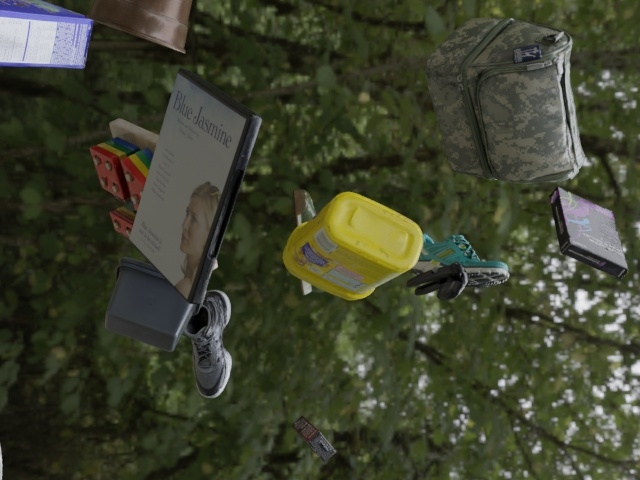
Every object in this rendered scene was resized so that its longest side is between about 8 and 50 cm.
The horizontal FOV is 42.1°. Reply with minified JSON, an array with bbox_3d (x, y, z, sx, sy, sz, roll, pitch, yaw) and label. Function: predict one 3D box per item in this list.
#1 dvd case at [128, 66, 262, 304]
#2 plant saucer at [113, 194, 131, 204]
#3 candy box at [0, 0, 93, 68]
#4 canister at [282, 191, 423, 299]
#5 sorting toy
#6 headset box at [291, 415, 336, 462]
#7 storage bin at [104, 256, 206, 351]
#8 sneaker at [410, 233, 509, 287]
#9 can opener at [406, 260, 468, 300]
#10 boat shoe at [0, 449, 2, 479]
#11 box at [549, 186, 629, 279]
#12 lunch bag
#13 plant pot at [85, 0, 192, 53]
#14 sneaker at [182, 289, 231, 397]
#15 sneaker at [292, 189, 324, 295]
[{"bbox_3d":[-0.166,-0.071,1.056,0.180,0.022,0.253,38,-66,43],"label":"dvd case"},{"bbox_3d":[-0.448,-0.131,2.067,0.168,0.168,0.029,104,2,-56],"label":"plant saucer"},{"bbox_3d":[-0.676,-0.440,1.690,0.317,0.268,0.122,-17,126,-60],"label":"candy box"},{"bbox_3d":[0.036,0.010,0.996,0.073,0.126,0.170,-68,-169,-20],"label":"canister"},{"bbox_3d":[-0.328,-0.075,1.590,0.255,0.089,0.257,26,-44,43],"label":"sorting toy"},{"bbox_3d":[-0.012,0.374,1.561,0.062,0.032,0.083,54,-15,-25],"label":"headset box"},{"bbox_3d":[-0.249,0.101,1.210,0.098,0.135,0.091,115,-6,-53],"label":"storage bin"},{"bbox_3d":[0.307,0.040,1.886,0.275,0.107,0.110,11,-101,47],"label":"sneaker"},{"bbox_3d":[0.230,0.081,1.665,0.059,0.073,0.186,55,-26,-12],"label":"can opener"},{"bbox_3d":[-0.662,0.391,1.620,0.066,0.063,0.184,-15,-95,61],"label":"boat shoe"},{"bbox_3d":[0.449,-0.015,1.396,0.162,0.116,0.029,-81,-163,-49],"label":"box"},{"bbox_3d":[0.373,-0.266,1.598,0.256,0.212,0.305,15,-41,40],"label":"lunch bag"},{"bbox_3d":[-0.271,-0.406,1.326,0.167,0.166,0.165,-126,-126,-74],"label":"plant pot"},{"bbox_3d":[-0.289,0.256,2.034,0.153,0.101,0.269,12,79,-74],"label":"sneaker"},{"bbox_3d":[0.000,0.000,1.442,0.064,0.086,0.192,-112,-163,-69],"label":"sneaker"}]
